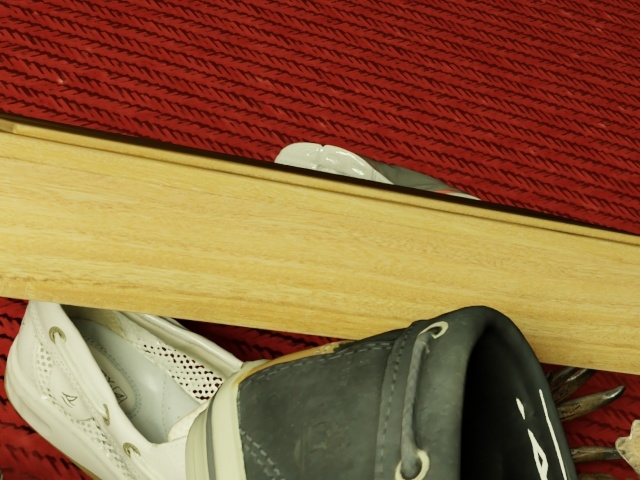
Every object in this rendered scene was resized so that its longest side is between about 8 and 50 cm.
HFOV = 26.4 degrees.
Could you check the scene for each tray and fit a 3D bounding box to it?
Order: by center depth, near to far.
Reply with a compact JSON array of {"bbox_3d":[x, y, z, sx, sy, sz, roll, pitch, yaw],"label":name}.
[{"bbox_3d":[0.000,0.000,0.722,0.411,0.076,0.203,10,4,-27],"label":"tray"}]

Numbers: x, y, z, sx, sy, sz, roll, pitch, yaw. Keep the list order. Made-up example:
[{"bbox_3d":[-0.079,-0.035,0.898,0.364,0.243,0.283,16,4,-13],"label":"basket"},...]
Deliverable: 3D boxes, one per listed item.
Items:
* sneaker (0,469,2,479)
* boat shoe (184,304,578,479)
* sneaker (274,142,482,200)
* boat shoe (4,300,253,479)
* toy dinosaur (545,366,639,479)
[{"bbox_3d":[-0.116,0.187,0.590,0.330,0.147,0.130,26,29,-20],"label":"sneaker"},{"bbox_3d":[0.077,0.225,0.467,0.187,0.156,0.500,41,24,-45],"label":"boat shoe"},{"bbox_3d":[0.044,-0.025,0.924,0.158,0.061,0.065,21,15,1],"label":"sneaker"},{"bbox_3d":[-0.051,0.108,0.706,0.277,0.096,0.098,32,44,14],"label":"boat shoe"},{"bbox_3d":[0.182,0.165,0.728,0.296,0.127,0.200,35,6,-6],"label":"toy dinosaur"}]
